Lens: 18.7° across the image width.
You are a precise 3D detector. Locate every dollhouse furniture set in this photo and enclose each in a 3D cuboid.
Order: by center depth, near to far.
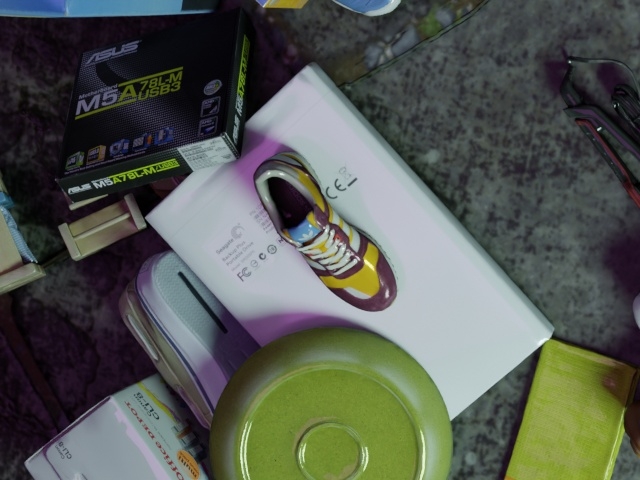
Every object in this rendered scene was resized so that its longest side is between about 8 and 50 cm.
[{"bbox_3d":[-0.289,-0.034,2.021,0.183,0.129,0.129,-23,89,-5],"label":"dollhouse furniture set"}]

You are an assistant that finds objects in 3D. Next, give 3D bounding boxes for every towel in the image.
[{"bbox_3d":[0.237,0.221,1.918,0.102,0.021,0.237,18,102,15],"label":"towel"}]

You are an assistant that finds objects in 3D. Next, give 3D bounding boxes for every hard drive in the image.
[{"bbox_3d":[0.027,0.031,1.922,0.233,0.047,0.353,-42,91,18],"label":"hard drive"}]

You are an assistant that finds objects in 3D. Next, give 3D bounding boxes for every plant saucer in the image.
[{"bbox_3d":[0.010,0.206,1.897,0.241,0.037,0.241,0,100,1],"label":"plant saucer"}]

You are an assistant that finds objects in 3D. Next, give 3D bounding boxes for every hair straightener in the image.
[{"bbox_3d":[0.313,-0.091,1.845,0.089,0.047,0.230,-39,80,19],"label":"hair straightener"}]

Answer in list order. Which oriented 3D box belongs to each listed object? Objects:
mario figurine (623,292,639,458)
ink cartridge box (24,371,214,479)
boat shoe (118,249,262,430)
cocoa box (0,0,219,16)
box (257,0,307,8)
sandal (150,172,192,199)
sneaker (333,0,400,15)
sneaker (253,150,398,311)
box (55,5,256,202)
[{"bbox_3d":[0.422,0.079,1.806,0.320,0.198,0.170,-58,37,24],"label":"mario figurine"},{"bbox_3d":[-0.187,0.224,1.976,0.127,0.176,0.128,-39,85,19],"label":"ink cartridge box"},{"bbox_3d":[-0.092,0.146,1.987,0.302,0.109,0.094,56,140,3],"label":"boat shoe"},{"bbox_3d":[-0.255,-0.328,1.834,0.231,0.347,0.228,6,99,20],"label":"cocoa box"},{"bbox_3d":[-0.060,-0.262,1.890,0.081,0.136,0.028,44,108,9],"label":"box"},{"bbox_3d":[-0.087,-0.080,1.974,0.180,0.049,0.072,-17,99,9],"label":"sandal"},{"bbox_3d":[-0.008,-0.295,1.898,0.211,0.081,0.080,41,106,8],"label":"sneaker"},{"bbox_3d":[0.000,0.000,1.851,0.069,0.084,0.185,-41,91,18],"label":"sneaker"},{"bbox_3d":[-0.162,-0.136,1.930,0.190,0.045,0.184,-13,48,20],"label":"box"}]
